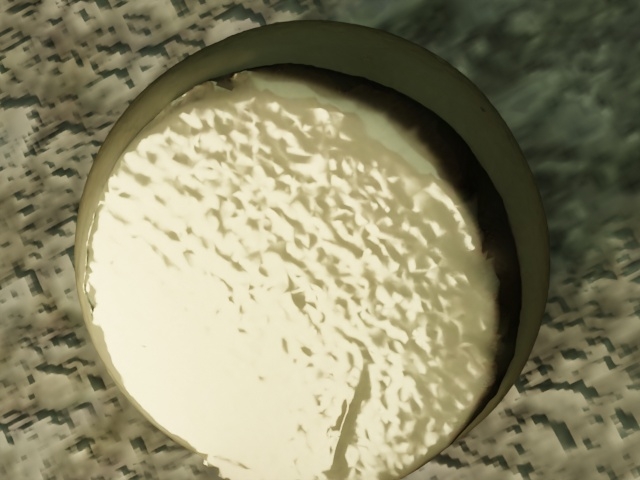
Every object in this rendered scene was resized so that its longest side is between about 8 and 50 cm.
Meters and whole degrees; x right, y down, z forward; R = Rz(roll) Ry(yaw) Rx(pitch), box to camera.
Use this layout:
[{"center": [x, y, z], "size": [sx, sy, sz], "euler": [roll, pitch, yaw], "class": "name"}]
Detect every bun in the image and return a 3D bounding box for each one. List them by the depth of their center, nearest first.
[{"center": [0.000, 0.000, 0.620], "size": [0.173, 0.120, 0.172], "euler": [4, 109, 12], "class": "bun"}]
